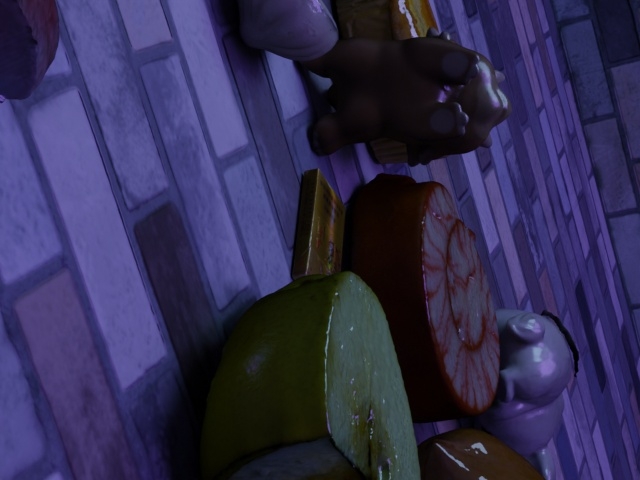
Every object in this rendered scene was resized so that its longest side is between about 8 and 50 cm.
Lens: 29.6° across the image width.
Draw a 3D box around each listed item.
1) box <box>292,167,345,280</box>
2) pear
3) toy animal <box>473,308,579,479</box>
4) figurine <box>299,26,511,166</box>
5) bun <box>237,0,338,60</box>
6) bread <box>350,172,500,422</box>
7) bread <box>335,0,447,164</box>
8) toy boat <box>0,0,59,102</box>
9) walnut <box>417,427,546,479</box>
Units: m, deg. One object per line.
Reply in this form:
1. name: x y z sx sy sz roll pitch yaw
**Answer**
1. box: 0.000 0.000 1.444 0.089 0.022 0.156 53 34 -44
2. pear: -0.017 0.149 1.166 0.292 0.160 0.292 -11 90 -71
3. toy animal: 0.302 0.242 1.824 0.208 0.154 0.325 -134 -153 -69
4. figurine: 0.116 -0.181 1.554 0.173 0.247 0.177 0 80 -77
5. bun: -0.051 -0.254 1.369 0.138 0.094 0.138 52 -3 4
6. bread: 0.140 0.089 1.608 0.295 0.114 0.327 -77 148 -46
7. bread: 0.113 -0.248 1.712 0.152 0.119 0.288 -33 109 -70
8. toy boat: -0.257 -0.252 0.928 0.206 0.096 0.282 57 18 -53
9. walnut: 0.202 0.347 1.526 0.297 0.203 0.203 61 28 -27
